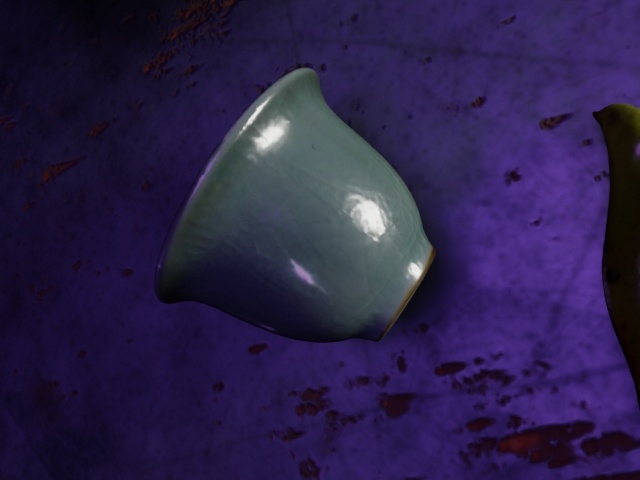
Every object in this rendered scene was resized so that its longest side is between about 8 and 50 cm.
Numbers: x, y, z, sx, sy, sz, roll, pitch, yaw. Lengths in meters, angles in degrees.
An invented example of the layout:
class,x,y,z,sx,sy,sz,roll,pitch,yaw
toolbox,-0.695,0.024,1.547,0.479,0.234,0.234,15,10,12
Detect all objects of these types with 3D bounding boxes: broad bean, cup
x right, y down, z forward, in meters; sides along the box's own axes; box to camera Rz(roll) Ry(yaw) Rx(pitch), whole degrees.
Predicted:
class,x,y,z,sx,sy,sz,roll,pitch,yaw
broad bean,0.230,0.068,0.428,0.077,0.061,0.339,-17,79,15
cup,0.000,0.000,0.493,0.150,0.199,0.199,33,100,5
